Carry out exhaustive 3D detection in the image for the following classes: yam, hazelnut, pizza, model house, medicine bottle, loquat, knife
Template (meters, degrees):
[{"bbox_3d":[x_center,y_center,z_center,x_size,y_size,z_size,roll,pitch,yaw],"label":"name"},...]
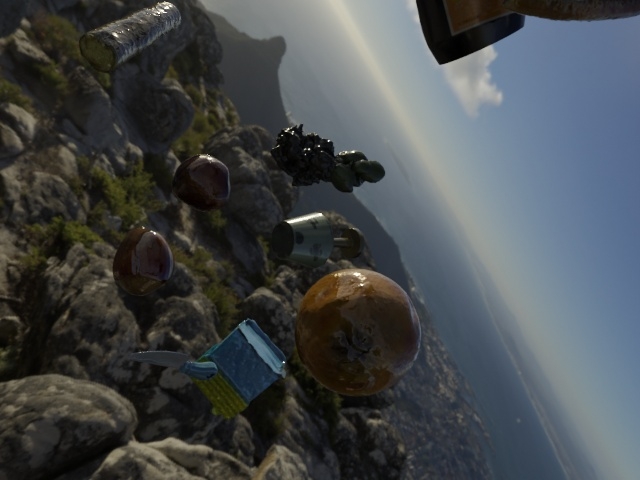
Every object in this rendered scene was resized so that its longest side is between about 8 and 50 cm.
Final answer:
[{"bbox_3d":[-0.390,-0.445,0.968,0.081,0.081,0.356,51,26,-27],"label":"yam"},{"bbox_3d":[-0.365,-0.167,1.381,0.204,0.178,0.178,13,-30,53],"label":"hazelnut"},{"bbox_3d":[-0.556,0.069,1.413,0.186,0.210,0.210,-48,113,-27],"label":"hazelnut"},{"bbox_3d":[0.420,-0.480,0.814,0.074,0.251,0.287,93,-27,-61],"label":"pizza"},{"bbox_3d":[-0.297,0.458,1.586,0.237,0.303,0.215,49,-4,0],"label":"model house"},{"bbox_3d":[0.320,-0.643,1.055,0.242,0.243,0.395,-74,144,-67],"label":"medicine bottle"},{"bbox_3d":[0.092,0.230,1.142,0.328,0.328,0.328,52,19,-25],"label":"loquat"},{"bbox_3d":[-0.325,0.279,1.040,0.244,0.058,0.032,41,17,-50],"label":"knife"}]

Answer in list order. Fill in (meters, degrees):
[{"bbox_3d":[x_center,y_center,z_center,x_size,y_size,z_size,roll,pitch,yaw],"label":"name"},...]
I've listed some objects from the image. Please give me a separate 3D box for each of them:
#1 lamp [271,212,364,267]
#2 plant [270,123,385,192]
[{"bbox_3d":[0.000,0.000,0.996,0.215,0.121,0.121,1,57,-41],"label":"lamp"},{"bbox_3d":[0.009,-0.110,0.649,0.174,0.087,0.085,13,3,-25],"label":"plant"}]
